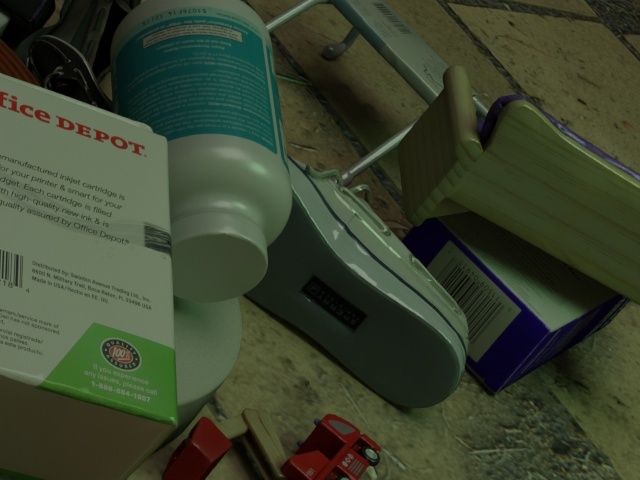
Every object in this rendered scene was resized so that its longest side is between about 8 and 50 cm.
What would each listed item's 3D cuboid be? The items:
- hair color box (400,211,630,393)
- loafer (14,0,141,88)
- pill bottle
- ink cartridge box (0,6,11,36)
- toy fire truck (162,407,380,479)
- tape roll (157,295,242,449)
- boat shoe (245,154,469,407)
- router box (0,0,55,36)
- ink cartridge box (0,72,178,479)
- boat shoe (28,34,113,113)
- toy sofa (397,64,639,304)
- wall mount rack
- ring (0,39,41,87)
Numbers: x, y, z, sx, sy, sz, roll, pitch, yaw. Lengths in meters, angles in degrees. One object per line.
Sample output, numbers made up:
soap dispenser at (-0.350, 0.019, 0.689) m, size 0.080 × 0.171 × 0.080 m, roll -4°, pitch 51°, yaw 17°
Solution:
hair color box at (0.225, 0.033, 1.957) m, size 0.185 × 0.110 × 0.339 m, roll 46°, pitch 30°, yaw 15°
loafer at (-0.219, -0.196, 1.764) m, size 0.084 × 0.096 × 0.267 m, roll 3°, pitch 31°, yaw 16°
pill bottle at (-0.102, -0.078, 1.512) m, size 0.146 × 0.146 × 0.264 m, roll 21°, pitch 42°, yaw -30°
ink cartridge box at (-0.369, -0.187, 1.623) m, size 0.104 × 0.061 × 0.181 m, roll 35°, pitch 27°, yaw -4°
toy fire truck at (-0.036, 0.183, 1.479) m, size 0.135 × 0.047 × 0.192 m, roll 39°, pitch 27°, yaw 5°
tape roll at (-0.244, 0.013, 1.461) m, size 0.392 × 0.072 × 0.392 m, roll 28°, pitch 29°, yaw -17°
boat shoe at (0.007, -0.005, 1.722) m, size 0.367 × 0.136 × 0.156 m, roll 39°, pitch 28°, yaw -4°
router box at (-0.343, -0.273, 1.736) m, size 0.179 × 0.046 × 0.133 m, roll 35°, pitch -6°, yaw -5°
ink cartridge box at (-0.215, 0.024, 1.268) m, size 0.198 × 0.115 × 0.273 m, roll 19°, pitch 43°, yaw -27°
boat shoe at (-0.224, -0.133, 1.585) m, size 0.125 × 0.046 × 0.038 m, roll 55°, pitch 25°, yaw 13°
toy sofa at (0.271, -0.042, 1.823) m, size 0.362 × 0.177 × 0.150 m, roll 28°, pitch 30°, yaw -19°
wall mount rack at (0.045, -0.181, 2.057) m, size 0.350 × 0.130 × 0.304 m, roll 47°, pitch 25°, yaw 16°
ring at (-0.357, -0.145, 1.455) m, size 0.336 × 0.032 × 0.336 m, roll 28°, pitch 29°, yaw -17°
